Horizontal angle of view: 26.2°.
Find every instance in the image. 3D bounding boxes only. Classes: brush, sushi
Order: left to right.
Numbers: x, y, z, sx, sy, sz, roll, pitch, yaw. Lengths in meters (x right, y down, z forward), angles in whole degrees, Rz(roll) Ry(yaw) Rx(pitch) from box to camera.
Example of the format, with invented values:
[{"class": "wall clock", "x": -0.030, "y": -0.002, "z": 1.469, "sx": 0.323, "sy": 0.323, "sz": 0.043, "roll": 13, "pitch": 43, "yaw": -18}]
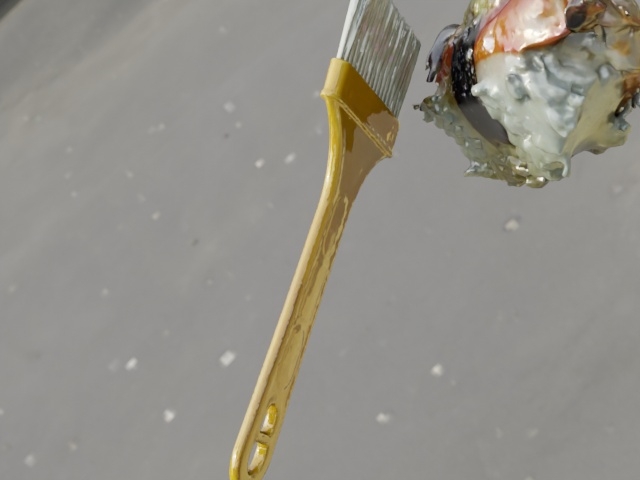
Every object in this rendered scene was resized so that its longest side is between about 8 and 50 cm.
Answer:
[{"class": "brush", "x": 0.000, "y": 0.000, "z": 0.718, "sx": 0.013, "sy": 0.103, "sz": 0.272, "roll": 14, "pitch": 80, "yaw": 23}, {"class": "sushi", "x": 0.113, "y": -0.082, "z": 0.726, "sx": 0.226, "sy": 0.097, "sz": 0.103, "roll": 175, "pitch": 114, "yaw": -79}]
